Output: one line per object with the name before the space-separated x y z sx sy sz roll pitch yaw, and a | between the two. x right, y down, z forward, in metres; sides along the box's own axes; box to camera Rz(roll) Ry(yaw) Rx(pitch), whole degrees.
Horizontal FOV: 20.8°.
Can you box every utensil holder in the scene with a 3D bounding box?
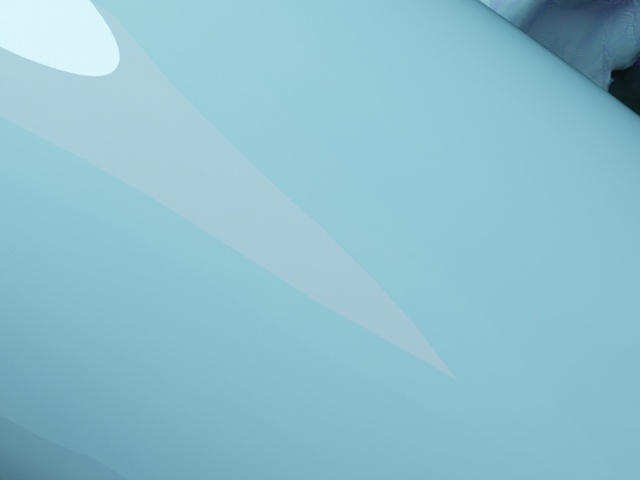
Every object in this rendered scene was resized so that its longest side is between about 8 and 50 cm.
utensil holder | -0.024 0.020 0.758 0.385 0.327 0.327 34 72 0

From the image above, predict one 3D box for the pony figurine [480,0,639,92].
pony figurine | 0.212 -0.163 0.882 0.303 0.351 0.363 7 48 3
